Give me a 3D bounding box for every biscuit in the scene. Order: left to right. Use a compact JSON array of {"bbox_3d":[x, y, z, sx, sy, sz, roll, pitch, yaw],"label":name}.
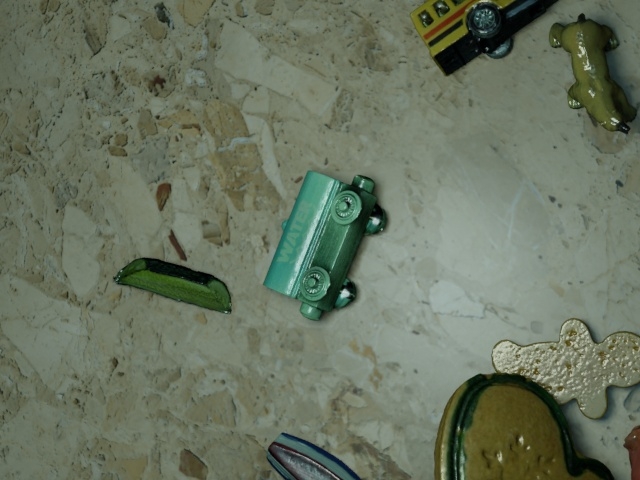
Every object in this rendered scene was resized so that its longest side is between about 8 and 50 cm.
[{"bbox_3d":[0.302,0.360,1.712,0.287,0.057,0.343,11,63,-15],"label":"biscuit"},{"bbox_3d":[0.391,0.200,1.817,0.240,0.035,0.158,-13,84,13],"label":"biscuit"}]

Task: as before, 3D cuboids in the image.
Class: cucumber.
[{"bbox_3d":[-0.252,0.065,1.989,0.220,0.070,0.046,13,58,14],"label":"cucumber"}]

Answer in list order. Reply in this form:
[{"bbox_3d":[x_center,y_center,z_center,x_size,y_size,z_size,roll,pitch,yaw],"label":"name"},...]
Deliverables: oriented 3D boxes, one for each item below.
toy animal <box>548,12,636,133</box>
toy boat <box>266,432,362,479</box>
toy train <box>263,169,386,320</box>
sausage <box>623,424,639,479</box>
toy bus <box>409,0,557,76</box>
[{"bbox_3d":[0.424,-0.255,1.822,0.103,0.101,0.218,-14,81,11],"label":"toy animal"},{"bbox_3d":[0.013,0.391,1.895,0.229,0.046,0.080,32,90,17],"label":"toy boat"},{"bbox_3d":[0.000,0.000,1.919,0.159,0.101,0.248,23,90,32],"label":"toy train"},{"bbox_3d":[0.528,0.388,1.708,0.148,0.148,0.254,-12,81,13],"label":"sausage"},{"bbox_3d":[0.309,-0.396,1.859,0.335,0.121,0.123,-34,70,10],"label":"toy bus"}]
